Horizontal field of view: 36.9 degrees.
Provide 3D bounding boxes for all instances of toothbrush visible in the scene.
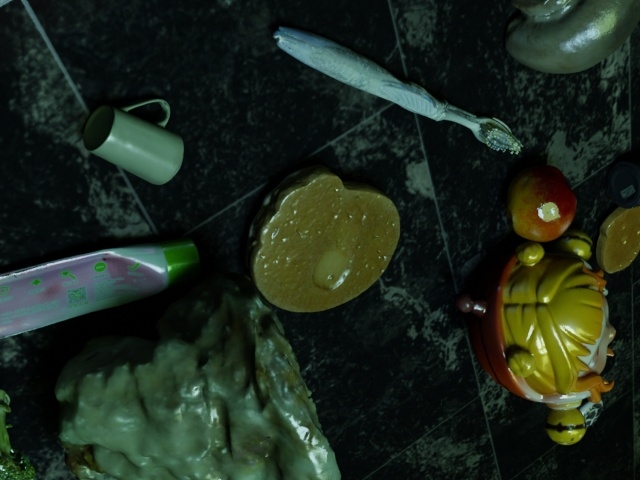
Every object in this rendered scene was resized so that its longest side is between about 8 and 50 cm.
[{"bbox_3d":[0.100,-0.165,1.084,0.413,0.042,0.035,15,113,-42],"label":"toothbrush"}]

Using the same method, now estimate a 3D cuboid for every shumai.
[{"bbox_3d":[-0.145,0.200,1.019,0.264,0.304,0.309,-20,135,-9],"label":"shumai"}]

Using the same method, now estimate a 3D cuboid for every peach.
[{"bbox_3d":[0.295,-0.050,1.285,0.101,0.101,0.100,-21,134,-24],"label":"peach"}]

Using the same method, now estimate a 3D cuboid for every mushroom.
[{"bbox_3d":[0.310,-0.274,1.113,0.141,0.117,0.188,12,111,-56],"label":"mushroom"}]

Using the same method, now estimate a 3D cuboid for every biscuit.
[{"bbox_3d":[0.000,0.000,1.131,0.208,0.049,0.181,12,115,-43],"label":"biscuit"},{"bbox_3d":[0.486,-0.011,1.525,0.118,0.023,0.140,-25,135,-20],"label":"biscuit"}]

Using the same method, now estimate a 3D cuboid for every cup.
[{"bbox_3d":[-0.172,-0.100,0.909,0.083,0.054,0.075,25,107,-44],"label":"cup"}]

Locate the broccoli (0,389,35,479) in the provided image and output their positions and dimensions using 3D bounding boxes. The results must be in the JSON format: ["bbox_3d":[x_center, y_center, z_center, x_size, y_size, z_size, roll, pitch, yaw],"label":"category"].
[{"bbox_3d":[-0.363,0.212,0.964,0.162,0.146,0.137,53,46,-61],"label":"broccoli"}]

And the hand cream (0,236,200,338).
[{"bbox_3d":[-0.259,0.052,0.982,0.275,0.050,0.079,-14,106,-22],"label":"hand cream"}]

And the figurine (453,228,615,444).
[{"bbox_3d":[0.325,0.129,1.387,0.323,0.196,0.320,39,52,-57],"label":"figurine"}]

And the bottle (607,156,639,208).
[{"bbox_3d":[0.544,-0.108,1.456,0.244,0.082,0.072,-12,175,-30],"label":"bottle"}]
